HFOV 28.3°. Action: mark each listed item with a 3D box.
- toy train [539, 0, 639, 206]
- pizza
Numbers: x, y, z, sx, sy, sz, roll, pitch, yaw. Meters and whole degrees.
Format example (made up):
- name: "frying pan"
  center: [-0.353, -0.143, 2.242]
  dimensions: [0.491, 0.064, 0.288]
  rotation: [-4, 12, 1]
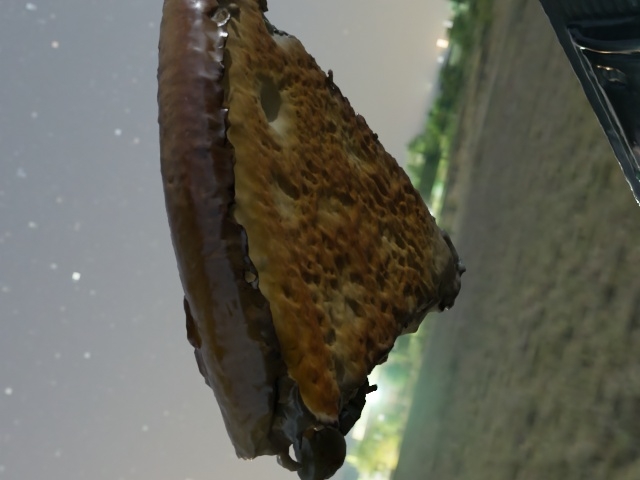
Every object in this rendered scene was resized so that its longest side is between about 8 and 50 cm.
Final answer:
- name: "toy train"
  center: [0.069, -0.138, 0.315]
  dimensions: [0.089, 0.086, 0.409]
  rotation: [-46, -62, -24]
- name: "pizza"
  center: [0.000, 0.000, 0.475]
  dimensions: [0.195, 0.052, 0.185]
  rotation: [21, -123, -58]
